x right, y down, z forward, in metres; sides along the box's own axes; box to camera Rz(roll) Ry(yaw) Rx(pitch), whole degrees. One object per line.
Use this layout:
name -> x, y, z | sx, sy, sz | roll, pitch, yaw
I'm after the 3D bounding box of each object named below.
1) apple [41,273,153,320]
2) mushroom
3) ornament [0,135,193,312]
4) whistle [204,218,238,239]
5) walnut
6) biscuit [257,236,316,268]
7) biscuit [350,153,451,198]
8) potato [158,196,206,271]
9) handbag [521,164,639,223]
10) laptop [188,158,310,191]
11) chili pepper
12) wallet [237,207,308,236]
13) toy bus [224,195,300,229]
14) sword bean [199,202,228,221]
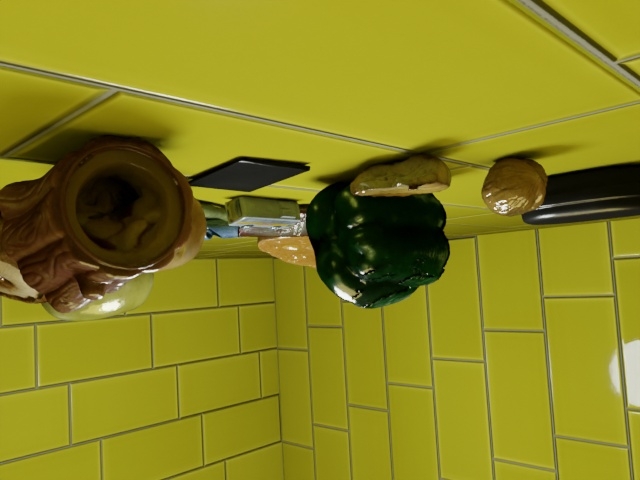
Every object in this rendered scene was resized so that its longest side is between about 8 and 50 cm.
apple -> -0.586, 0.077, 1.497 | 0.233, 0.258, 0.295 | -8, 177, 42
mushroom -> -0.695, 0.036, 1.255 | 0.296, 0.163, 0.278 | -5, 154, 32
ornament -> -0.296, -0.021, 0.748 | 0.235, 0.222, 0.217 | 25, 156, -32
whistle -> -0.236, -0.038, 1.554 | 0.303, 0.062, 0.062 | -4, 176, 15
walnut -> 0.334, -0.092, 0.965 | 0.105, 0.105, 0.124 | -2, 175, -17
biscuit -> 0.000, 0.000, 1.660 | 0.350, 0.057, 0.312 | 12, 151, -23
biscuit -> 0.138, -0.104, 0.920 | 0.118, 0.061, 0.183 | -2, 178, -43
potato -> -0.295, -0.020, 0.983 | 0.146, 0.151, 0.233 | 27, -156, 36
handbag -> 0.583, -0.093, 1.208 | 0.307, 0.093, 0.253 | -7, 176, 43
laptop -> -0.126, -0.110, 0.947 | 0.135, 0.016, 0.197 | 1, 173, -39
chili pepper -> 0.108, -0.010, 1.094 | 0.256, 0.249, 0.233 | 3, 150, -46
wallet -> -0.083, -0.046, 1.437 | 0.255, 0.031, 0.137 | -1, 155, -12
toy bus -> -0.127, -0.064, 1.281 | 0.075, 0.064, 0.190 | -23, 164, 41
sword bean -> -0.261, -0.067, 1.283 | 0.043, 0.038, 0.269 | 8, 180, 20
